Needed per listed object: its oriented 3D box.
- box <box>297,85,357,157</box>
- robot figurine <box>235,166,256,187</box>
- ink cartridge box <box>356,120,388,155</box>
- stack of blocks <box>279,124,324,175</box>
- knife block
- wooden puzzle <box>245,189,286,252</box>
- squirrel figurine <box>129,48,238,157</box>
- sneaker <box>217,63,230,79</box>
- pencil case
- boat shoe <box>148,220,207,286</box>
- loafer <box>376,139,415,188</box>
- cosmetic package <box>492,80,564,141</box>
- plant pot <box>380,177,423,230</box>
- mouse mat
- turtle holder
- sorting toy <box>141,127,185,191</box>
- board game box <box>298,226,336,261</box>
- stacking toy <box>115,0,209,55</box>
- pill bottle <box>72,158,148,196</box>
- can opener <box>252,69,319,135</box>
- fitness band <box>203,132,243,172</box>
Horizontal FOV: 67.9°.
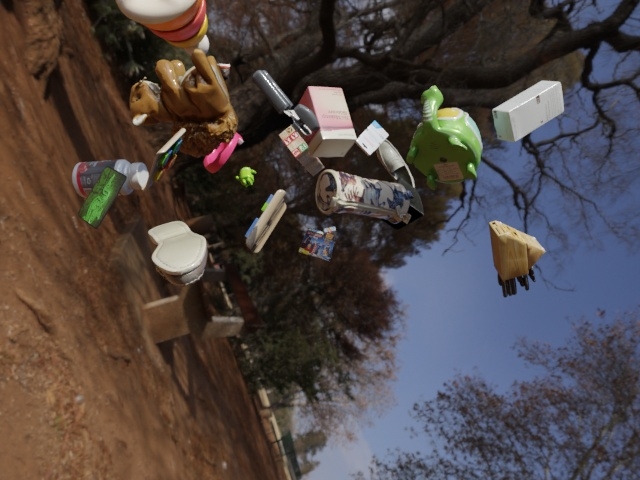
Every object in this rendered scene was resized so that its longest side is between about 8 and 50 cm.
[{"bbox_3d":[0.022,-0.443,1.783,0.127,0.148,0.233,-45,-125,58],"label":"box"},{"bbox_3d":[-0.366,-0.316,2.357,0.067,0.101,0.115,59,13,-46],"label":"robot figurine"},{"bbox_3d":[0.242,-0.492,2.334,0.104,0.180,0.060,45,-29,-6],"label":"ink cartridge box"},{"bbox_3d":[-0.098,-0.486,2.603,0.171,0.087,0.297,55,7,20],"label":"stack of blocks"},{"bbox_3d":[0.669,0.082,1.719,0.242,0.275,0.088,-59,-158,27],"label":"knife block"},{"bbox_3d":[-0.286,-0.098,2.412,0.080,0.322,0.348,31,-7,2],"label":"wooden puzzle"},{"bbox_3d":[-0.535,-0.499,1.851,0.281,0.370,0.397,-105,173,-68],"label":"squirrel figurine"},{"bbox_3d":[-0.412,-0.711,2.008,0.158,0.061,0.065,-118,-152,-69],"label":"sneaker"},{"bbox_3d":[0.165,-0.161,1.816,0.183,0.410,0.160,44,-60,46],"label":"pencil case"},{"bbox_3d":[-0.314,0.041,1.059,0.324,0.116,0.097,29,-46,59],"label":"boat shoe"},{"bbox_3d":[0.391,-0.385,2.444,0.320,0.112,0.111,55,-2,-7],"label":"loafer"},{"bbox_3d":[0.707,-0.440,1.618,0.085,0.231,0.117,37,-23,58],"label":"cosmetic package"},{"bbox_3d":[0.382,-0.192,2.334,0.187,0.188,0.167,-34,-147,45],"label":"plant pot"},{"bbox_3d":[-0.692,-0.140,1.506,0.152,0.190,0.007,25,-5,38],"label":"mouse mat"},{"bbox_3d":[0.421,-0.356,1.659,0.243,0.320,0.228,-34,-152,56],"label":"turtle holder"},{"bbox_3d":[-0.559,-0.287,1.713,0.208,0.038,0.193,-49,-165,37],"label":"sorting toy"},{"bbox_3d":[0.000,0.000,2.620,0.060,0.194,0.194,-103,-145,-66],"label":"board game box"},{"bbox_3d":[-0.586,-0.916,1.971,0.480,0.350,0.351,66,4,-74],"label":"stacking toy"},{"bbox_3d":[-1.025,-0.307,2.340,0.176,0.318,0.177,-3,90,-87],"label":"pill bottle"},{"bbox_3d":[-0.112,-0.484,1.645,0.283,0.095,0.076,51,25,-4],"label":"can opener"},{"bbox_3d":[-0.440,-0.402,2.140,0.054,0.209,0.291,41,6,-25],"label":"fitness band"}]
